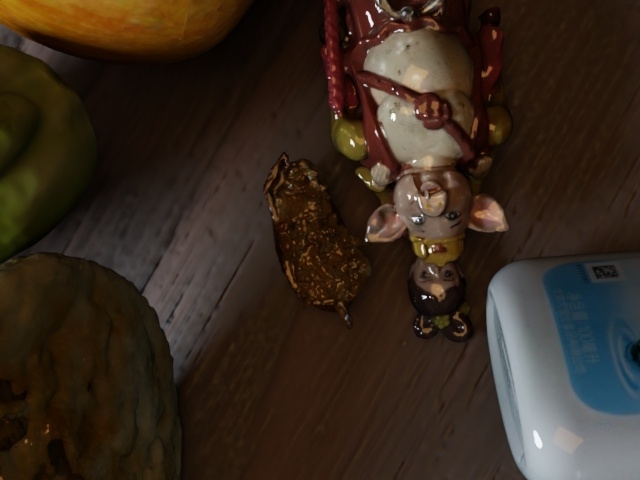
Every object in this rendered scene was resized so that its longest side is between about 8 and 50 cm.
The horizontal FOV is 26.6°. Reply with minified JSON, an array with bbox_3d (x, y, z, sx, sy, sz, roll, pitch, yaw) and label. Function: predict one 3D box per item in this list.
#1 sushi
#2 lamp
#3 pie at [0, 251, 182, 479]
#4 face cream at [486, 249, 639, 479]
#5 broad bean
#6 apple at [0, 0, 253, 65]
[{"bbox_3d":[-0.004,0.002,0.864,0.061,0.060,0.118,-36,83,-2],"label":"sushi"},{"bbox_3d":[0.061,-0.064,0.836,0.118,0.118,0.253,-4,83,7],"label":"lamp"},{"bbox_3d":[-0.182,0.160,0.751,0.077,0.339,0.339,12,86,32],"label":"pie"},{"bbox_3d":[0.273,0.067,0.788,0.337,0.080,0.163,-4,45,-2],"label":"face cream"},{"bbox_3d":[-0.248,-0.021,0.802,0.291,0.238,0.119,-27,106,35],"label":"broad bean"},{"bbox_3d":[-0.110,-0.237,0.791,0.233,0.286,0.286,40,91,-9],"label":"apple"}]
